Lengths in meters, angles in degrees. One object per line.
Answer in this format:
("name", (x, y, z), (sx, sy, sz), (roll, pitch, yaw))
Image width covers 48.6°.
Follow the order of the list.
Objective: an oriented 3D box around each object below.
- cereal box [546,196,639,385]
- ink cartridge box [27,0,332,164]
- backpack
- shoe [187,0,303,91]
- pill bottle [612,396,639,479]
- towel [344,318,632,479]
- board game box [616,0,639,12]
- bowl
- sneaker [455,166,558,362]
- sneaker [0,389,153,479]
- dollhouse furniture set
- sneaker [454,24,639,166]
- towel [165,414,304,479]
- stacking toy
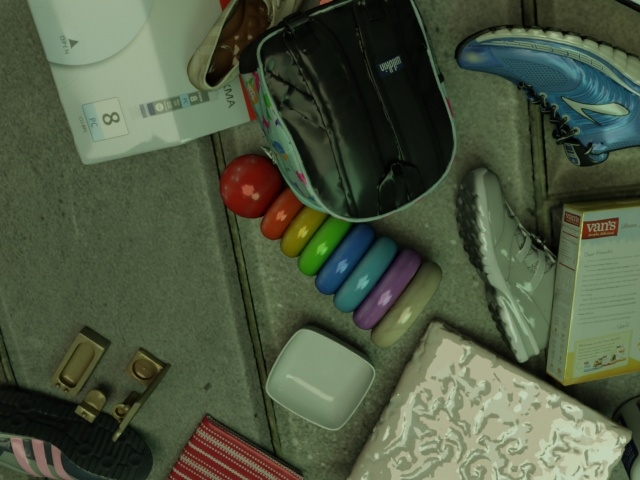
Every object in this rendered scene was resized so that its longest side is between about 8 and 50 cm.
("cereal box", (0.391, 0.063, 0.933), (0.173, 0.047, 0.240), (-5, 108, -18))
("ink cartridge box", (-0.165, -0.288, 0.908), (0.385, 0.091, 0.308), (-11, 107, 7))
("backpack", (0.037, -0.153, 0.863), (0.225, 0.191, 0.253), (-28, 101, -13))
("shoe", (-0.082, -0.271, 0.877), (0.076, 0.058, 0.219), (37, 93, -19))
("pill bottle", (0.471, 0.302, 0.958), (0.112, 0.187, 0.112), (3, 109, 9))
("towel", (0.225, 0.329, 1.018), (0.317, 0.053, 0.332), (28, 97, 15))
("board game box", (0.530, -0.321, 0.803), (0.347, 0.078, 0.233), (26, 110, 1))
("bowl", (0.001, 0.202, 1.077), (0.142, 0.053, 0.142), (29, 110, -1))
("sneaker", (0.268, 0.022, 0.964), (0.115, 0.105, 0.281), (-23, 110, 1))
("sneaker", (-0.432, 0.352, 1.186), (0.319, 0.112, 0.131), (19, 127, 6))
("dollhouse furniture set", (-0.352, 0.232, 1.109), (0.151, 0.123, 0.144), (35, 110, -3))
("sneaker", (0.316, -0.167, 0.864), (0.330, 0.130, 0.147), (20, 108, 2))
("towel", (-0.171, 0.445, 1.199), (0.199, 0.031, 0.275), (31, 108, 1))
("stacking toy", (0.000, 0.000, 0.982), (0.330, 0.141, 0.141), (37, 110, 4))
